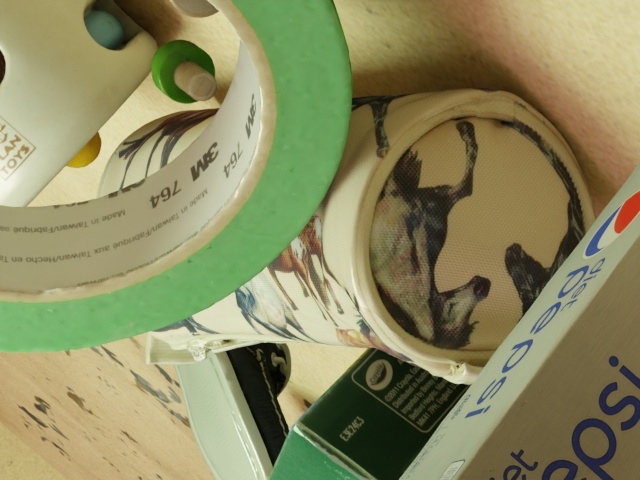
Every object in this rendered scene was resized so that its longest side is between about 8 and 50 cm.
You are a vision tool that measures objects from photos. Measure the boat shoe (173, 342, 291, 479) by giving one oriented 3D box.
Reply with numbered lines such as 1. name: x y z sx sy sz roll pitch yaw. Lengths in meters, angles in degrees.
1. boat shoe: -0.071 0.077 1.431 0.303 0.091 0.114 63 151 30

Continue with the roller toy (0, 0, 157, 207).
1. roller toy: -0.217 -0.105 1.313 0.146 0.209 0.191 43 154 -8

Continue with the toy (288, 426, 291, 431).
1. toy: 0.038 0.211 1.714 0.237 0.056 0.137 19 147 36

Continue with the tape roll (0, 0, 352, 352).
1. tape roll: -0.146 -0.079 0.967 0.077 0.321 0.321 -106 -10 -48

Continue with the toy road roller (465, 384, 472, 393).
1. toy road roller: 0.226 0.189 1.137 0.329 0.202 0.240 40 149 4

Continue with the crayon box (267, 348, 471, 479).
1. crayon box: 0.026 0.184 1.316 0.083 0.203 0.323 36 138 13

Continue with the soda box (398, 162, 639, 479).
1. soda box: 0.148 0.058 0.863 0.098 0.286 0.091 42 159 -5

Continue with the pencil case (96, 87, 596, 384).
1. pencil case: 0.000 0.000 1.175 0.410 0.159 0.184 2 99 60

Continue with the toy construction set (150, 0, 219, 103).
1. toy construction set: -0.176 -0.205 1.092 0.308 0.257 0.237 25 -174 -24
